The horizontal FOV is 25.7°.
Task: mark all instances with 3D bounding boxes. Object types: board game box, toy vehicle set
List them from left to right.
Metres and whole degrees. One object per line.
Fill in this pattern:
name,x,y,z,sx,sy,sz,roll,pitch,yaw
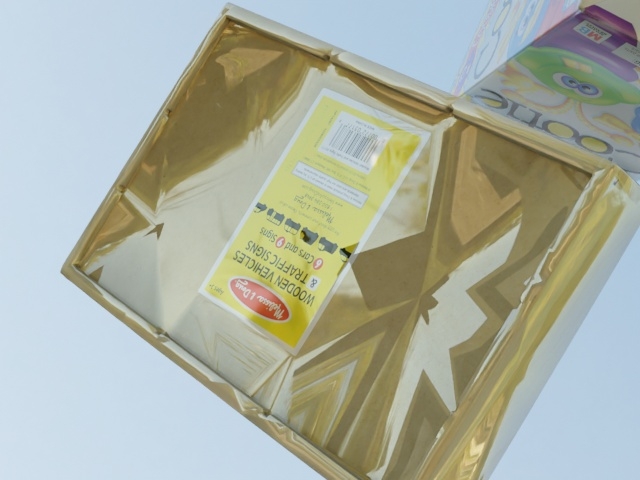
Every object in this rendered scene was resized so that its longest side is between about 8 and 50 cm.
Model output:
toy vehicle set,0.000,0.000,0.637,0.267,0.166,0.035,31,-2,45
board game box,0.200,-0.141,0.895,0.142,0.144,0.275,25,-10,-6
